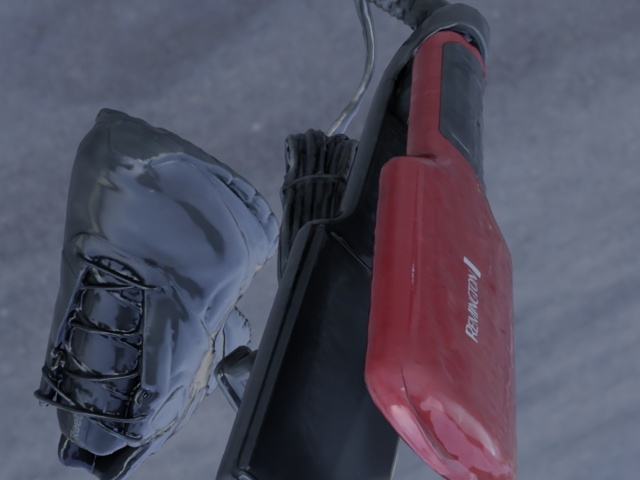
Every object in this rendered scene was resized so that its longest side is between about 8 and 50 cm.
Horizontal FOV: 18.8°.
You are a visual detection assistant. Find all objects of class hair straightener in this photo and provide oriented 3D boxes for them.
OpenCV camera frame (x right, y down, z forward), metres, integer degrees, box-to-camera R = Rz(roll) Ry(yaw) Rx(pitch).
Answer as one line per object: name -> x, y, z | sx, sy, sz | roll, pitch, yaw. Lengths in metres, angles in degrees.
hair straightener -> 0.000, 0.000, 0.455 | 0.089, 0.230, 0.047 | -38, 116, 24

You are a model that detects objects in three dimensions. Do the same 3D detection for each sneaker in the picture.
sneaker -> -0.096, 0.043, 1.031 | 0.130, 0.109, 0.286 | -57, 163, -29
